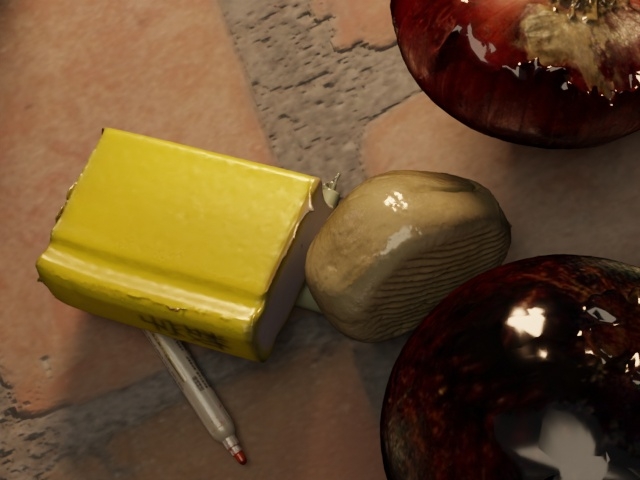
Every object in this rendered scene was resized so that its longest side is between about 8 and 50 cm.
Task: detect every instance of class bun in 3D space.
[{"bbox_3d":[0.065,0.000,1.478,0.166,0.173,0.113,-44,64,20],"label":"bun"}]

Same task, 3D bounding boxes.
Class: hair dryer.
[{"bbox_3d":[0.000,0.000,1.558,0.063,0.038,0.124,17,75,13],"label":"hair dryer"}]

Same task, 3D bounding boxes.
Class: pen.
[{"bbox_3d":[-0.124,0.104,1.562,0.026,0.026,0.218,-35,74,2],"label":"pen"}]

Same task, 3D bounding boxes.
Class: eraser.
[{"bbox_3d":[-0.115,0.001,1.527,0.226,0.069,0.158,14,64,22],"label":"eraser"}]

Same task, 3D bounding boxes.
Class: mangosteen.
[{"bbox_3d":[0.194,0.167,1.357,0.330,0.330,0.330,-2,78,11],"label":"mangosteen"}]

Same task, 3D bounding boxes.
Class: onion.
[{"bbox_3d":[0.173,-0.173,1.488,0.272,0.195,0.272,11,48,-13],"label":"onion"}]
